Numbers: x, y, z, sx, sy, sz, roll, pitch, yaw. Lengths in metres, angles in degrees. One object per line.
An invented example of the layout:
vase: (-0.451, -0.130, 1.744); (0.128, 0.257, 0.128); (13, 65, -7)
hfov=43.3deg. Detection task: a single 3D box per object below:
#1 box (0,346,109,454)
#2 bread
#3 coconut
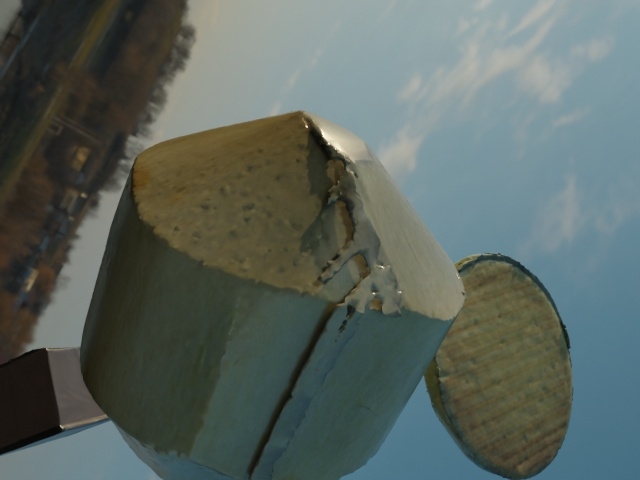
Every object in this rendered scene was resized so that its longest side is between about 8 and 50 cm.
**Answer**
box: (-0.493, 0.288, 1.489); (0.188, 0.153, 0.252); (-21, 170, 15)
bread: (0.212, 0.146, 0.955); (0.040, 0.267, 0.267); (-20, -136, 49)
coconut: (-0.037, 0.041, 0.669); (0.323, 0.323, 0.323); (-50, -158, 28)
